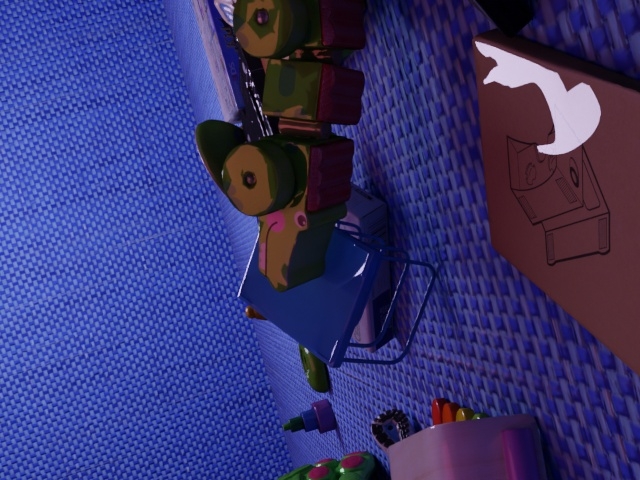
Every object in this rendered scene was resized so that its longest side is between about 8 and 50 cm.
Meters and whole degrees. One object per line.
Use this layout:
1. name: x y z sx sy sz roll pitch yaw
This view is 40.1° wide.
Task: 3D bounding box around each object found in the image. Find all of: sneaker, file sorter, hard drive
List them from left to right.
1. hard drive: -0.047 -0.110 1.319 0.237 0.064 0.339 95 158 -62
2. file sorter: 0.017 0.041 0.897 0.170 0.104 0.118 31 106 47
3. sneaker: 0.047 0.459 1.341 0.483 0.185 0.202 -168 67 -79
4. sneaker: 0.119 0.287 1.096 0.073 0.063 0.162 60 -175 -39

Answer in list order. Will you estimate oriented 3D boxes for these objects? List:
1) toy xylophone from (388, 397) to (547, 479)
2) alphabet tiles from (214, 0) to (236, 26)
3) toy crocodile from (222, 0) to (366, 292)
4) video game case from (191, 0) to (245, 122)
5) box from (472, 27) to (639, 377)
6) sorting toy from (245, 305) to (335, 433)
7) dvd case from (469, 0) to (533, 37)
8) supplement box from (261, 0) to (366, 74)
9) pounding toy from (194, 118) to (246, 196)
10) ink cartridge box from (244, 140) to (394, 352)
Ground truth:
1. toy xylophone: 0.128 0.271 0.827 0.323 0.081 0.236 123 143 -78
2. alphabet tiles: -0.143 -0.379 1.165 0.278 0.021 0.284 32 165 40
3. toy crocodile: -0.008 -0.120 0.770 0.105 0.115 0.341 14 106 34
4. video game case: -0.172 -0.359 1.604 0.244 0.061 0.270 -173 68 -80
5. box: 0.150 -0.031 0.531 0.201 0.021 0.165 -125 22 -62
6. sorting toy: -0.063 0.236 1.740 0.127 0.126 0.366 -130 27 -65
7. dvd case: 0.029 -0.245 0.570 0.180 0.022 0.253 35 -161 -40
8. supplement box: -0.015 -0.227 0.950 0.233 0.080 0.078 130 123 -79
9. pounding toy: -0.118 -0.158 1.589 0.183 0.110 0.237 62 -162 6
10. ink cartridge box: 0.000 0.000 1.092 0.224 0.045 0.223 36 146 38
